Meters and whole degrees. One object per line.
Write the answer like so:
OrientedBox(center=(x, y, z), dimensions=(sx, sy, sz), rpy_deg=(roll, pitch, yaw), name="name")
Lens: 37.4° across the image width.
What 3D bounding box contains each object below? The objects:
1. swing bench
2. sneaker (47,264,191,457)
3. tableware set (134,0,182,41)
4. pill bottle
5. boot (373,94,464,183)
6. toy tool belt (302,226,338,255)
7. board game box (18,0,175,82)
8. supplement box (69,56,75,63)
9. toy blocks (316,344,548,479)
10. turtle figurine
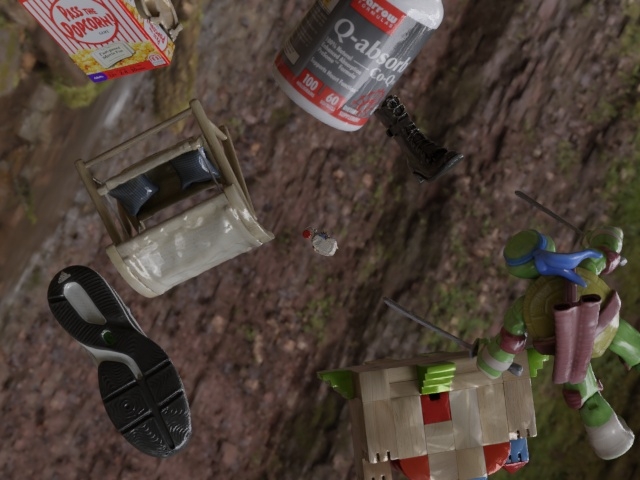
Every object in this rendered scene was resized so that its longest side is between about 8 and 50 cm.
OrientedBox(center=(-0.257, -0.066, 1.675), dimensions=(0.253, 0.255, 0.165), rpy_deg=(-27, 162, 9), name="swing bench")
OrientedBox(center=(-0.405, 0.252, 2.049), dimensions=(0.169, 0.447, 0.257), rpy_deg=(-32, 176, -2), name="sneaker")
OrientedBox(center=(-0.217, -0.334, 1.195), dimensions=(0.141, 0.020, 0.169), rpy_deg=(-47, 121, -74), name="tableware set")
OrientedBox(center=(0.089, -0.396, 1.712), dimensions=(0.363, 0.210, 0.210), rpy_deg=(-52, -174, 23), name="pill bottle")
OrientedBox(center=(0.226, -0.256, 2.325), dimensions=(0.091, 0.229, 0.263), rpy_deg=(-36, -171, -16), name="boot")
OrientedBox(center=(0.000, 0.000, 2.085), dimensions=(0.052, 0.083, 0.051), rpy_deg=(-61, 177, 11), name="toy tool belt")
OrientedBox(center=(-0.332, -0.327, 1.414), dimensions=(0.193, 0.146, 0.045), rpy_deg=(51, 38, -48), name="board game box")
OrientedBox(center=(-0.506, -0.452, 1.927), dimensions=(0.078, 0.233, 0.080), rpy_deg=(-1, 137, -49), name="supplement box")
OrientedBox(center=(0.202, 0.322, 1.549), dimensions=(0.191, 0.381, 0.261), rpy_deg=(167, -84, -77), name="toy blocks")
OrientedBox(center=(0.269, 0.085, 1.040), dimensions=(0.198, 0.266, 0.274), rpy_deg=(-44, -168, -27), name="turtle figurine")
